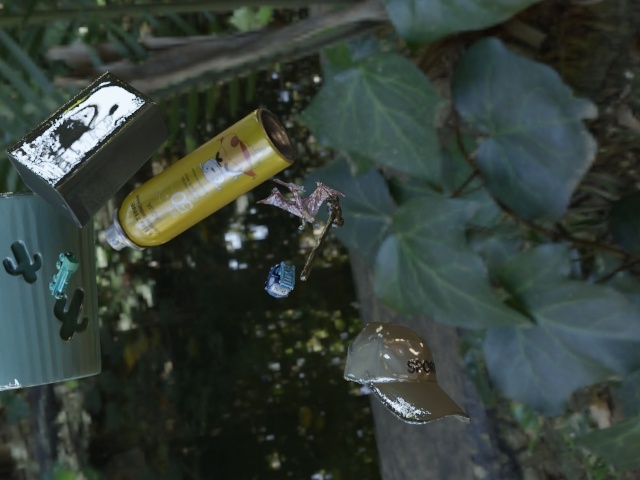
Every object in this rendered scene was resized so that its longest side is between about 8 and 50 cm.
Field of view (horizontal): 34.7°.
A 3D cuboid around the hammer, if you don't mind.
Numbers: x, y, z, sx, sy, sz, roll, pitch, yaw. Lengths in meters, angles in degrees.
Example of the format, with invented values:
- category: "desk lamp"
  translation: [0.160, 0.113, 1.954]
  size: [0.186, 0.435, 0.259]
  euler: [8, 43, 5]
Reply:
- category: "hammer"
  translation: [0.000, 0.000, 1.807]
  size: [0.292, 0.029, 0.058]
  euler: [-64, -38, -63]

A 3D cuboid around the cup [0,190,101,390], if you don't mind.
- category: "cup"
  translation: [-0.638, 0.099, 2.051]
  size: [0.310, 0.400, 0.392]
  euler: [137, 125, -83]

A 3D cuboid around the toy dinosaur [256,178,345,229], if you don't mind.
- category: "toy dinosaur"
  translation: [-0.041, -0.077, 2.070]
  size: [0.220, 0.032, 0.108]
  euler: [-7, 114, 32]

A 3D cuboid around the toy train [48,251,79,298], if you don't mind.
- category: "toy train"
  translation: [-0.467, 0.065, 1.869]
  size: [0.045, 0.029, 0.092]
  euler: [43, 116, 42]

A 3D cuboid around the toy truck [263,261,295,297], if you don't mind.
- category: "toy truck"
  translation: [-0.078, 0.083, 2.172]
  size: [0.090, 0.056, 0.073]
  euler: [156, 133, -71]

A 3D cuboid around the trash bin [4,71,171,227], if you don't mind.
- category: "trash bin"
  translation: [-0.407, -0.167, 1.832]
  size: [0.164, 0.240, 0.122]
  euler: [35, 160, 28]

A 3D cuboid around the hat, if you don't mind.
- category: "hat"
  translation: [0.133, 0.175, 1.349]
  size: [0.175, 0.147, 0.085]
  euler: [35, 112, 48]

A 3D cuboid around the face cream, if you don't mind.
- category: "face cream"
  translation: [-0.209, -0.084, 1.675]
  size: [0.348, 0.105, 0.105]
  euler: [-30, 64, 19]
